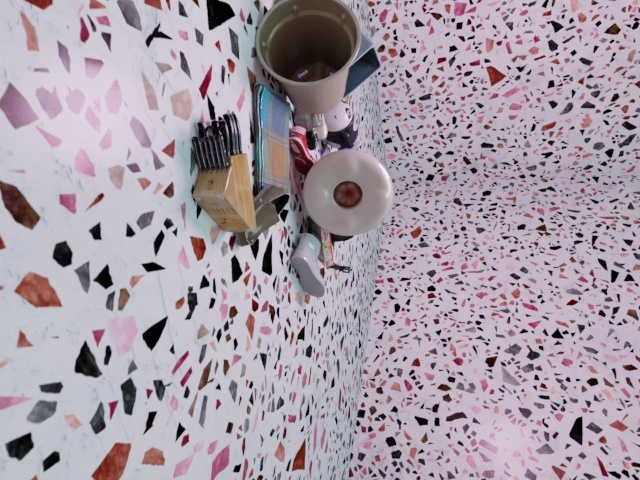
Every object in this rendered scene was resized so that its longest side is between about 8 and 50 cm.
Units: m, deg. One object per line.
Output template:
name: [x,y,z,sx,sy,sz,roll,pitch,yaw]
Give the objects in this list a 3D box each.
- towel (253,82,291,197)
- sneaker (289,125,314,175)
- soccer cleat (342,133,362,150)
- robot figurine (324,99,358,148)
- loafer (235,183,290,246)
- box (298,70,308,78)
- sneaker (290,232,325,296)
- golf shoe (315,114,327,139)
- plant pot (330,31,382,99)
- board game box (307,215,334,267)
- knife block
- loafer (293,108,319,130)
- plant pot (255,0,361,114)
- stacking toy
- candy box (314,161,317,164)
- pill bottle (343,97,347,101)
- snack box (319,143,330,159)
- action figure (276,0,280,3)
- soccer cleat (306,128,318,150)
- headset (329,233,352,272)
towel: [-0.158,-0.317,1.502,0.271,0.040,0.369,-9,99,-73]
sneaker: [-0.063,-0.367,1.747,0.221,0.087,0.127,67,30,-56]
soccer cleat: [0.164,-0.558,2.530,0.116,0.109,0.318,61,28,-19]
robot figurine: [0.089,-0.551,2.097,0.173,0.209,0.278,-62,157,-11]
loafer: [-0.172,-0.080,1.324,0.251,0.088,0.094,-62,150,-34]
box: [-0.059,-0.732,1.794,0.054,0.059,0.168,69,27,-54]
sneaker: [-0.028,0.099,1.835,0.292,0.108,0.169,71,28,-46]
golf shoe: [-0.011,-0.532,1.934,0.086,0.069,0.176,-73,152,-82]
plant pot: [0.088,-0.825,1.945,0.252,0.247,0.248,54,13,9]
board game box: [0.000,0.000,1.904,0.147,0.045,0.193,-137,-144,-58]
knife block: [-0.236,-0.181,1.143,0.275,0.088,0.241,61,34,-58]
loafer: [-0.030,-0.587,1.803,0.112,0.112,0.319,55,38,-63]
plant pot: [-0.028,-0.608,1.522,0.305,0.335,0.333,67,26,-78]
stacking toy: [0.117,-0.255,1.883,0.479,0.351,0.350,-82,167,-67]
candy box: [0.031,-0.293,2.035,0.233,0.071,0.159,-42,132,-57]
pill bottle: [0.091,-0.737,2.235,0.184,0.103,0.103,-61,147,-58]
snack box: [0.018,-0.388,2.132,0.064,0.022,0.178,69,26,-47]
action figure: [-0.119,-0.829,1.579,0.137,0.064,0.232,62,28,-62]
soccer cleat: [-0.048,-0.469,1.860,0.072,0.060,0.178,27,58,-61]
headset: [0.114,-0.051,2.086,0.243,0.186,0.393,166,-58,-81]
